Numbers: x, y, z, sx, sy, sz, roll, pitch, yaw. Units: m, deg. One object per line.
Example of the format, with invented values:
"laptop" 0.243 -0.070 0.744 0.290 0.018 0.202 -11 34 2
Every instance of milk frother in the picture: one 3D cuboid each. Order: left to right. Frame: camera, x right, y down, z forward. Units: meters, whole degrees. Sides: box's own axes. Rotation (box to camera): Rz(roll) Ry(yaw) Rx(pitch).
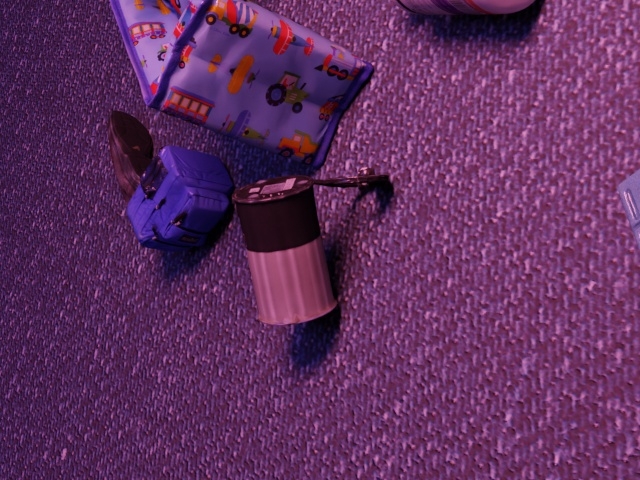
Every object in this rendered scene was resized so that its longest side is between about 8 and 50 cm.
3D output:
"milk frother" 0.000 0.000 1.370 0.143 0.129 0.134 -3 109 26

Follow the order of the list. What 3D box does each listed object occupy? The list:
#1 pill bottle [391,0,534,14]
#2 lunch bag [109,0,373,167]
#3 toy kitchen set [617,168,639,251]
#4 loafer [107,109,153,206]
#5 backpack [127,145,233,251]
"pill bottle" 0.121 -0.271 1.304 0.193 0.108 0.108 14 87 56
"lunch bag" -0.115 -0.227 1.516 0.138 0.221 0.293 -60 36 16
"toy kitchen set" 0.269 -0.062 0.944 0.207 0.166 0.122 -42 44 36
"loafer" -0.258 -0.109 1.809 0.061 0.062 0.170 -56 35 30
"backpack" -0.173 -0.039 1.622 0.120 0.098 0.101 -50 43 28
